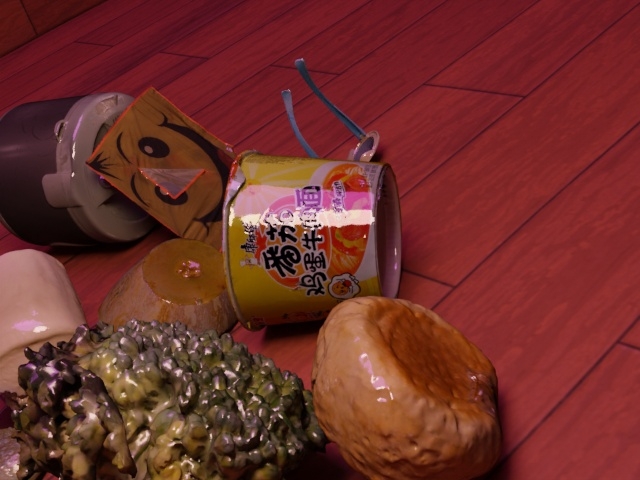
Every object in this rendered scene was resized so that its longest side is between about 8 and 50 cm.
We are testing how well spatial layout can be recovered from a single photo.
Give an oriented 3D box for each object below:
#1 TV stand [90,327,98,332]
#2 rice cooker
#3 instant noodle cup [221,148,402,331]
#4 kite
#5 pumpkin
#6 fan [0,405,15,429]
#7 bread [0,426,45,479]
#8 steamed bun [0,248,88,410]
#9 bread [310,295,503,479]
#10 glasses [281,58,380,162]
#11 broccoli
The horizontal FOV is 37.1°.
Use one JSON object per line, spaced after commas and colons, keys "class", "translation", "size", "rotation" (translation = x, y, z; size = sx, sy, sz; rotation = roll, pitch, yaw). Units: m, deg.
{"class": "TV stand", "translation": [-0.403, 0.177, 1.442], "size": [0.256, 0.049, 0.040], "rotation": [-13, 33, 11]}
{"class": "rice cooker", "translation": [-0.428, -0.126, 1.726], "size": [0.277, 0.288, 0.288], "rotation": [-3, 35, 26]}
{"class": "instant noodle cup", "translation": [0.000, 0.000, 1.312], "size": [0.200, 0.264, 0.264], "rotation": [0, 35, 14]}
{"class": "kite", "translation": [-0.257, -0.125, 1.636], "size": [0.327, 0.377, 0.013], "rotation": [-3, -31, -43]}
{"class": "pumpkin", "translation": [-0.219, 0.068, 1.415], "size": [0.217, 0.110, 0.217], "rotation": [5, 29, -3]}
{"class": "fan", "translation": [-0.419, 0.255, 1.369], "size": [0.133, 0.005, 0.085], "rotation": [8, 40, 41]}
{"class": "bread", "translation": [-0.497, 0.329, 1.227], "size": [0.286, 0.056, 0.207], "rotation": [-14, 26, 4]}
{"class": "steamed bun", "translation": [-0.409, 0.135, 1.326], "size": [0.170, 0.200, 0.225], "rotation": [-16, 42, -15]}
{"class": "bread", "translation": [0.091, 0.170, 1.020], "size": [0.134, 0.244, 0.244], "rotation": [-53, 24, 20]}
{"class": "glasses", "translation": [0.025, -0.195, 1.611], "size": [0.088, 0.220, 0.190], "rotation": [-16, 30, 24]}
{"class": "broccoli", "translation": [-0.158, 0.195, 1.033], "size": [0.334, 0.324, 0.272], "rotation": [15, 59, 7]}
